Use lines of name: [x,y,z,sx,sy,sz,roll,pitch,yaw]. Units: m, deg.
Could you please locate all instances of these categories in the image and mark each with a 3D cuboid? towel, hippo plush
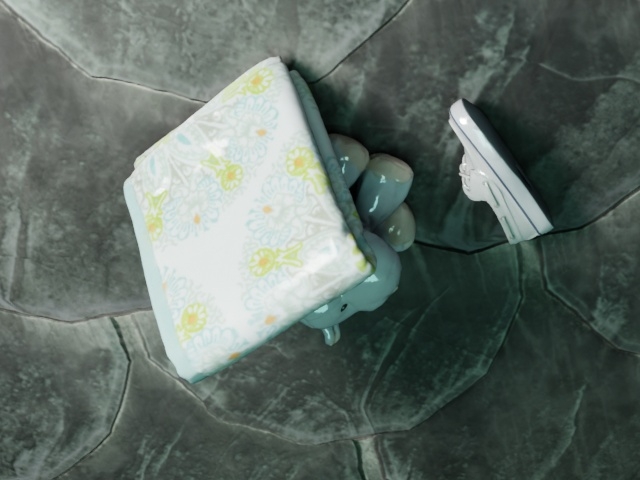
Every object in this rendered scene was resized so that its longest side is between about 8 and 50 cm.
towel: [-0.113,-0.033,1.877,0.321,0.374,0.090,-35,147,24]
hippo plush: [0.000,0.000,1.951,0.294,0.236,0.234,-21,121,17]

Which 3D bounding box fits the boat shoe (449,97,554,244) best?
boat shoe: [0.244,-0.090,1.959,0.084,0.095,0.258,-30,117,17]
